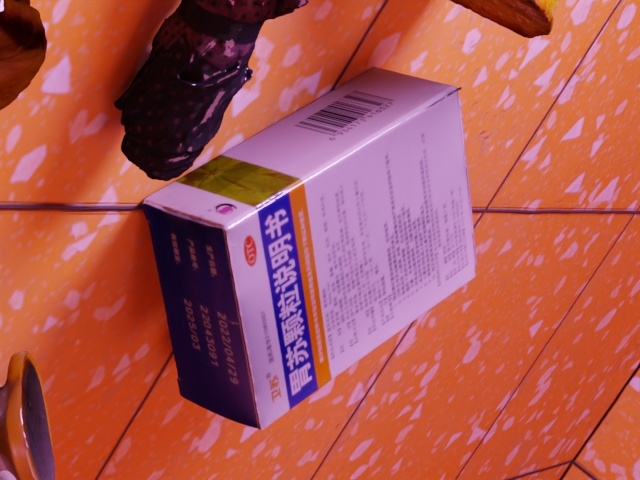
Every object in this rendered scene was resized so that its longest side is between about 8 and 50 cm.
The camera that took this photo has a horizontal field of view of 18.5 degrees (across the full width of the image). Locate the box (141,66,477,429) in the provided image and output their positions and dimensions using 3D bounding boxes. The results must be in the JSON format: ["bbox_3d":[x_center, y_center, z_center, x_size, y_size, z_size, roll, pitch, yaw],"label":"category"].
[{"bbox_3d":[0.000,0.000,1.711,0.299,0.106,0.200,-32,127,-36],"label":"box"}]

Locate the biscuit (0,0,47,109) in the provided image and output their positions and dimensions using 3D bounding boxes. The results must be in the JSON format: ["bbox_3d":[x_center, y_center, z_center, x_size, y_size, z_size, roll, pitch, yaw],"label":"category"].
[{"bbox_3d":[-0.258,-0.093,1.127,0.220,0.066,0.220,-27,172,-4],"label":"biscuit"}]

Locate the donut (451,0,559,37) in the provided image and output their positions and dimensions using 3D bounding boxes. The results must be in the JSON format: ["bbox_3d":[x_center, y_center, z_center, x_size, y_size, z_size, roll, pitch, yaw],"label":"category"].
[{"bbox_3d":[0.144,-0.242,1.638,0.101,0.152,0.259,-57,160,-5],"label":"donut"}]

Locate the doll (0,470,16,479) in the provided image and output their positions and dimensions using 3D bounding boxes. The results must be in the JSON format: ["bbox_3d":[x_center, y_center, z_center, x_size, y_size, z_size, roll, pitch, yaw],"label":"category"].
[{"bbox_3d":[-0.346,0.326,1.511,0.370,0.215,0.226,-48,120,-17],"label":"doll"}]

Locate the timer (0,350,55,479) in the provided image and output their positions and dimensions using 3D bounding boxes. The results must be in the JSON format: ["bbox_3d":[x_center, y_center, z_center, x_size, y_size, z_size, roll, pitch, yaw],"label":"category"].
[{"bbox_3d":[-0.313,0.111,1.258,0.240,0.233,0.233,-13,155,4],"label":"timer"}]

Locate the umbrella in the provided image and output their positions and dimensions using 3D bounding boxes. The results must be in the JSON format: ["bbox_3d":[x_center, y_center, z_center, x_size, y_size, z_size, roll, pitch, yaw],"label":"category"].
[{"bbox_3d":[-0.063,-0.185,1.426,0.090,0.094,0.326,19,119,-19],"label":"umbrella"}]
